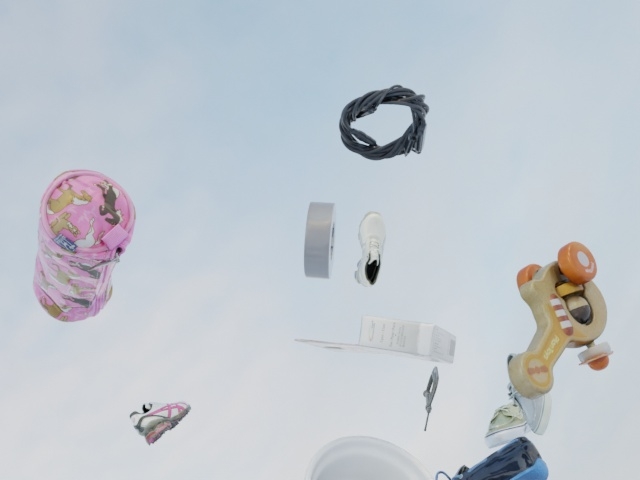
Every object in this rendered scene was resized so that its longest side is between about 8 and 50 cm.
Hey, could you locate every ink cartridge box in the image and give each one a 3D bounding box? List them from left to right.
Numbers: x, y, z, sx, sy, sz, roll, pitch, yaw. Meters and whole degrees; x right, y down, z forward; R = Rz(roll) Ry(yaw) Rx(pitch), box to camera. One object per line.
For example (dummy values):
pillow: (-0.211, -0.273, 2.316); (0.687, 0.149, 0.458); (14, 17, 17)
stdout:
ink cartridge box: (0.117, 0.192, 1.704); (0.296, 0.261, 0.066); (34, -118, -71)

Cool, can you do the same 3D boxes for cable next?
cable: (0.106, -0.203, 1.459); (0.150, 0.047, 0.184); (5, -29, 5)

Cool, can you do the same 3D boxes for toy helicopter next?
toy helicopter: (0.447, 0.182, 1.607); (0.140, 0.235, 0.355); (-36, 5, 45)

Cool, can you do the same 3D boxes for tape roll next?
tape roll: (0.000, 0.000, 2.467); (0.072, 0.219, 0.219); (3, -36, 5)

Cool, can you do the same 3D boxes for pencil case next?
pencil case: (-0.441, 0.022, 1.587); (0.160, 0.167, 0.386); (9, -25, -17)

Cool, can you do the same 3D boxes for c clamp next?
c clamp: (0.291, 0.411, 2.310); (0.161, 0.022, 0.137); (-66, -10, -73)

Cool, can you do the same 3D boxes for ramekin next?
ramekin: (0.086, 0.526, 1.660); (0.277, 0.277, 0.135); (-16, -40, -39)

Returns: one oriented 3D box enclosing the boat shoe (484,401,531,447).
boat shoe: (0.509, 0.500, 2.370); (0.109, 0.094, 0.302); (-25, -13, 24)

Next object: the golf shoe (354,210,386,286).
golf shoe: (0.124, 0.022, 1.986); (0.069, 0.086, 0.176); (3, -83, -13)

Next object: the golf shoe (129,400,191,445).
golf shoe: (-0.351, 0.383, 1.919); (0.067, 0.086, 0.186); (-47, -8, 16)

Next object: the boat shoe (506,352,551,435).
boat shoe: (0.435, 0.323, 1.845); (0.081, 0.227, 0.079); (14, -59, -4)

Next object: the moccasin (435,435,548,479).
moccasin: (0.349, 0.557, 1.930); (0.342, 0.117, 0.138); (-32, -51, 15)
